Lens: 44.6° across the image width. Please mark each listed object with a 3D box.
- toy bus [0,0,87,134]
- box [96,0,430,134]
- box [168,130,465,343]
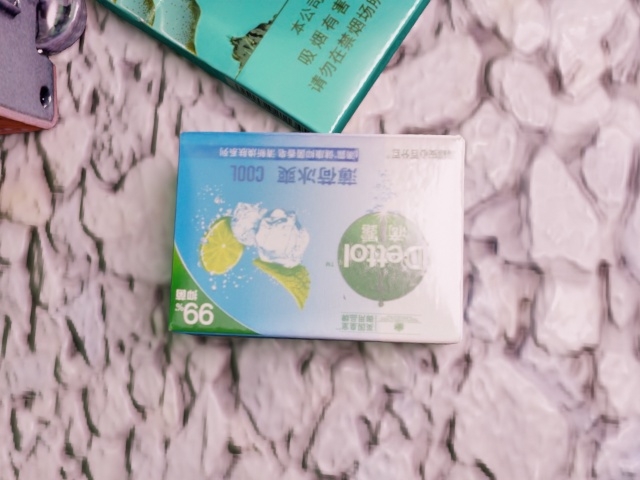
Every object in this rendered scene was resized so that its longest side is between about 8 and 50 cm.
[{"bbox_3d":[-0.316,-0.286,0.545,0.233,0.203,0.426,-7,85,8],"label":"toy bus"},{"bbox_3d":[-0.044,-0.195,0.588,0.226,0.042,0.160,34,86,7],"label":"box"},{"bbox_3d":[0.000,0.000,0.545,0.194,0.073,0.139,1,83,5],"label":"box"}]
